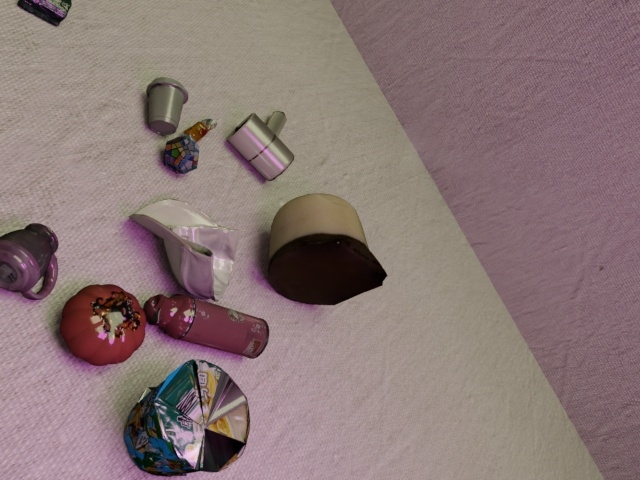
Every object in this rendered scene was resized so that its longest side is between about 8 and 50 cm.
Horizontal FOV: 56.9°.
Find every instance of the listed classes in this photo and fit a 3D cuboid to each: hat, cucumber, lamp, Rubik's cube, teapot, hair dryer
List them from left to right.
[{"bbox_3d":[-0.590,0.036,1.206,0.148,0.116,0.146,44,27,-16],"label":"teapot"},{"bbox_3d":[-0.731,-0.648,1.572,0.115,0.062,0.116,27,48,-43],"label":"cucumber"},{"bbox_3d":[-0.453,0.174,1.251,0.182,0.140,0.182,28,44,-31],"label":"lamp"},{"bbox_3d":[-0.355,0.023,1.505,0.301,0.168,0.258,30,15,-1],"label":"hat"},{"bbox_3d":[-0.393,-0.241,1.668,0.111,0.093,0.111,28,46,-34],"label":"Rubik's cube"},{"bbox_3d":[-0.176,-0.369,2.028,0.203,0.128,0.362,45,30,-19],"label":"hair dryer"}]

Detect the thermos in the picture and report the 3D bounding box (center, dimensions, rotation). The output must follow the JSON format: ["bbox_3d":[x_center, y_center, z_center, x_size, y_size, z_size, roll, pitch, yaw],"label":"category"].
[{"bbox_3d":[-0.287,0.194,1.468,0.330,0.109,0.136,25,48,-39],"label":"thermos"}]

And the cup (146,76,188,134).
[{"bbox_3d":[-0.446,-0.382,1.694,0.120,0.120,0.141,25,57,-40],"label":"cup"}]

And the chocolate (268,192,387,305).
[{"bbox_3d":[0.000,0.000,1.780,0.314,0.326,0.297,30,49,-38],"label":"chocolate"}]

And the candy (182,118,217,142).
[{"bbox_3d":[-0.378,-0.324,1.790,0.053,0.046,0.182,53,40,-15],"label":"candy"}]

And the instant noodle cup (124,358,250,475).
[{"bbox_3d":[-0.292,0.392,1.257,0.240,0.178,0.240,31,44,-35],"label":"instant noodle cup"}]
